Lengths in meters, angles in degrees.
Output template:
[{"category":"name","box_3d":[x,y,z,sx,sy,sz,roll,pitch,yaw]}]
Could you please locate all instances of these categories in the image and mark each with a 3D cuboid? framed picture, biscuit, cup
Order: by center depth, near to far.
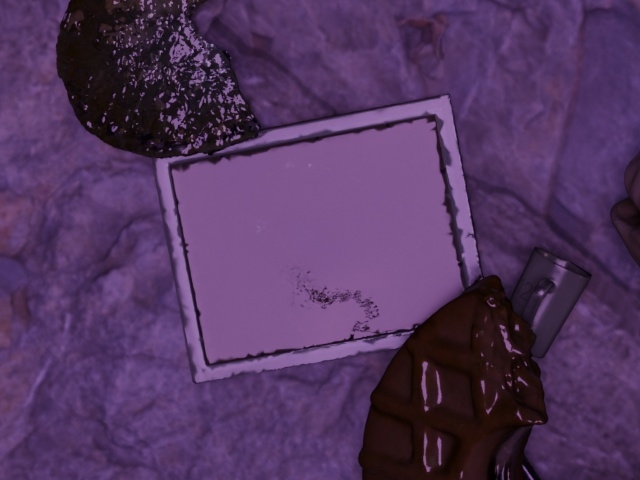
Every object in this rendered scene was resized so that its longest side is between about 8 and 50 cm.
[{"category":"biscuit","box_3d":[0.174,0.230,1.365,0.366,0.115,0.268,50,121,24]},{"category":"cup","box_3d":[0.191,0.056,1.434,0.054,0.075,0.083,24,99,-13]},{"category":"framed picture","box_3d":[0.000,0.000,1.483,0.273,0.016,0.216,-9,92,8]}]

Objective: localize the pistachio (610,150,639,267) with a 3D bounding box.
[{"category":"pistachio","box_3d":[0.392,-0.009,1.340,0.332,0.226,0.207,7,127,21]}]

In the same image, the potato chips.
[{"category":"potato chips","box_3d":[-0.135,-0.182,1.476,0.202,0.029,0.219,14,94,16]}]

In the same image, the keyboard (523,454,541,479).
[{"category":"keyboard","box_3d":[0.201,0.277,1.472,0.072,0.023,0.231,-37,88,15]}]
